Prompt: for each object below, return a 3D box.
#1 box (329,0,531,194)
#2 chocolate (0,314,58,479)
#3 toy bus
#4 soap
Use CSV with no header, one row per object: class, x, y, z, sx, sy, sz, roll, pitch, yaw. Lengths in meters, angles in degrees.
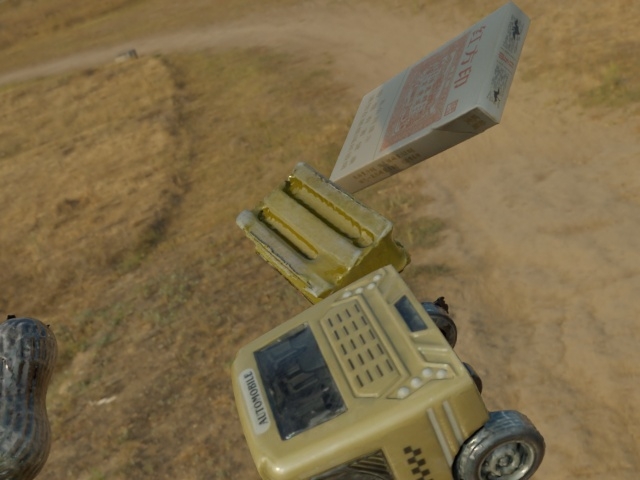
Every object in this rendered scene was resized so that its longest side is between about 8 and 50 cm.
box,0.157,-0.205,1.205,0.365,0.051,0.204,-22,39,54
chocolate,-0.416,0.220,1.061,0.110,0.110,0.248,-8,69,22
toy bus,0.076,0.216,0.643,0.202,0.365,0.177,-26,31,-3
soap,-0.001,-0.001,1.011,0.135,0.076,0.233,-42,42,-9
